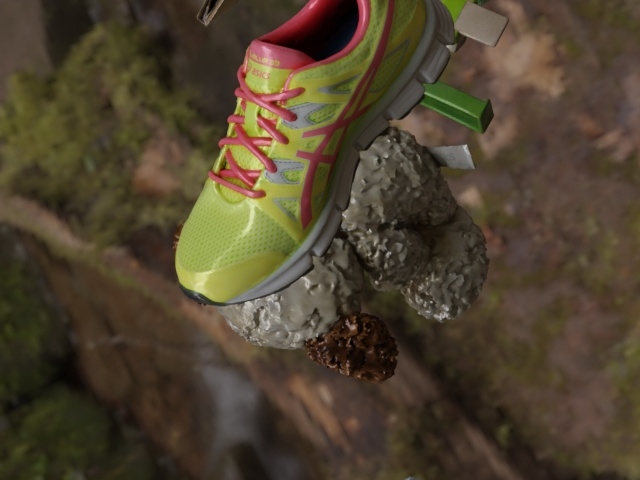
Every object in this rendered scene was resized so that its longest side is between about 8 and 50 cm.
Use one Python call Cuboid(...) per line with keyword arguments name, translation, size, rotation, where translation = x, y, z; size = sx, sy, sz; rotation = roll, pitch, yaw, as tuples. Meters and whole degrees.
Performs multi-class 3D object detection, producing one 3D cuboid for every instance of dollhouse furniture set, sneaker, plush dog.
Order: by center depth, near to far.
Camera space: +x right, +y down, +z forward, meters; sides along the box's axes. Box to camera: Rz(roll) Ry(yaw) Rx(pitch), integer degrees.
Cuboid(name="sneaker", translation=(-0.020, -0.064, 1.023), size=(0.081, 0.208, 0.094), rotation=(25, 168, 41))
Cuboid(name="dollhouse furniture set", translation=(0.122, -0.158, 1.387), size=(0.058, 0.152, 0.076), rotation=(25, 169, 14))
Cuboid(name="plush dog", translation=(0.000, 0.000, 1.706), size=(0.262, 0.225, 0.211), rotation=(27, 153, 15))

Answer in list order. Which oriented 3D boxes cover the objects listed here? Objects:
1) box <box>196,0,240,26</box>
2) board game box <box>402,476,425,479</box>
Cuboid(name="box", translation=(-0.049, -0.330, 2.127), size=(0.021, 0.201, 0.164), rotation=(37, 128, 4))
Cuboid(name="board game box", translation=(0.176, 0.341, 2.033), size=(0.224, 0.303, 0.097), rotation=(143, 142, -63))
